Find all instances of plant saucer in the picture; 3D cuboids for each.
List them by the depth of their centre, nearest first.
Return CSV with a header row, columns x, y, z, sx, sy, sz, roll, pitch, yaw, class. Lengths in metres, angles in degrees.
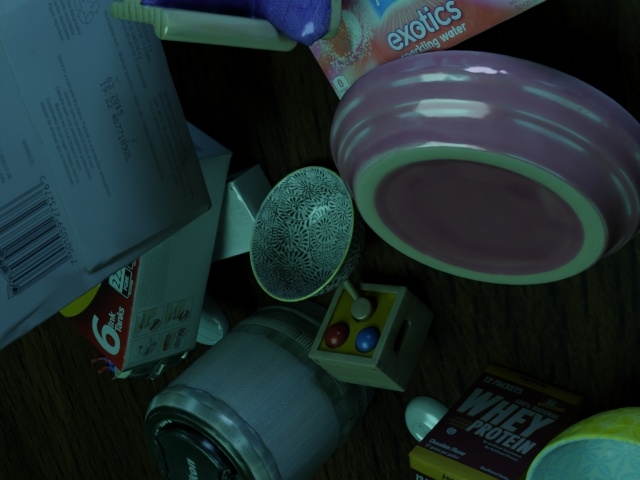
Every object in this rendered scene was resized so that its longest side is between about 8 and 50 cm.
x,y,z,sx,sy,sz,roll,pitch,yaw,class
0.163,-0.052,1.197,0.332,0.084,0.332,14,152,8,plant saucer

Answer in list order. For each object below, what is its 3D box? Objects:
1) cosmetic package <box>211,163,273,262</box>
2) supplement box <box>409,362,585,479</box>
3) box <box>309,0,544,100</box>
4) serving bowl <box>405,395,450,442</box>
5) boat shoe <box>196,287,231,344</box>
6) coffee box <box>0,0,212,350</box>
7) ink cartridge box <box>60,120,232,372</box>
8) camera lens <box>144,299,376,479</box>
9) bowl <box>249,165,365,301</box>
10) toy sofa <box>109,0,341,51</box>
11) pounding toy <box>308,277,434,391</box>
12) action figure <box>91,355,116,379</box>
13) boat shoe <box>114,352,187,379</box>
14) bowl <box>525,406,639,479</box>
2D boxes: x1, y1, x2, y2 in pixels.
x,y,z,sx,sy,sz,roll,pitch,yaw,class
-0.147,-0.026,1.646,0.239,0.060,0.099,-15,109,49,cosmetic package
0.216,0.291,1.456,0.129,0.191,0.194,18,131,33,supplement box
0.112,-0.266,1.133,0.300,0.142,0.154,-19,106,50,box
0.146,0.250,1.621,0.083,0.027,0.083,25,135,28,serving bowl
-0.202,0.071,1.768,0.226,0.076,0.083,33,127,27,boat shoe
-0.385,-0.117,1.303,0.334,0.338,0.337,5,120,39,coffee box
-0.272,-0.032,1.617,0.272,0.130,0.309,36,126,36,ink cartridge box
-0.082,0.231,1.625,0.219,0.274,0.219,25,136,27,camera lens
0.000,0.000,1.490,0.170,0.080,0.170,-15,66,38,bowl
-0.071,-0.358,1.089,0.177,0.150,0.362,22,108,50,toy sofa
0.054,0.097,1.511,0.130,0.141,0.100,3,152,42,pounding toy
-0.347,0.214,2.065,0.115,0.030,0.038,-7,111,44,action figure
-0.242,0.156,1.894,0.079,0.084,0.233,20,142,-26,boat shoe
0.383,0.281,1.317,0.289,0.156,0.289,25,136,27,bowl
